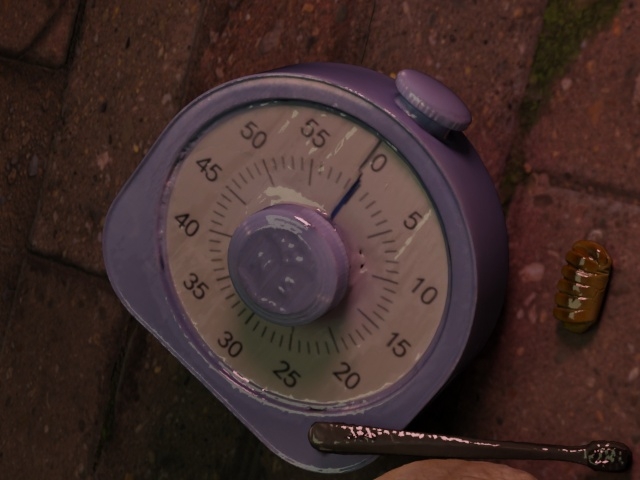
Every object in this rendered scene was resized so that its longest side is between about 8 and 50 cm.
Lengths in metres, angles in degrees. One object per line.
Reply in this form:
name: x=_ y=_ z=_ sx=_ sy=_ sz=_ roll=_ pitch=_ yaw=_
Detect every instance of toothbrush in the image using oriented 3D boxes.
toothbrush: x=0.133 y=0.189 z=1.290 sx=0.297 sy=0.030 sz=0.030 roll=3 pitch=88 yaw=11

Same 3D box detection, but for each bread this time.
bread: x=0.241 y=0.043 z=1.314 sx=0.049 sy=0.033 sz=0.088 roll=22 pitch=98 yaw=48

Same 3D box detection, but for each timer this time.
timer: x=0.000 y=0.000 z=1.358 sx=0.395 sy=0.173 sz=0.395 roll=5 pitch=102 yaw=23

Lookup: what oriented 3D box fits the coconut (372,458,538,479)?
coconut: x=0.123 y=0.342 z=1.218 sx=0.328 sy=0.328 sz=0.329 roll=-8 pitch=77 yaw=41
